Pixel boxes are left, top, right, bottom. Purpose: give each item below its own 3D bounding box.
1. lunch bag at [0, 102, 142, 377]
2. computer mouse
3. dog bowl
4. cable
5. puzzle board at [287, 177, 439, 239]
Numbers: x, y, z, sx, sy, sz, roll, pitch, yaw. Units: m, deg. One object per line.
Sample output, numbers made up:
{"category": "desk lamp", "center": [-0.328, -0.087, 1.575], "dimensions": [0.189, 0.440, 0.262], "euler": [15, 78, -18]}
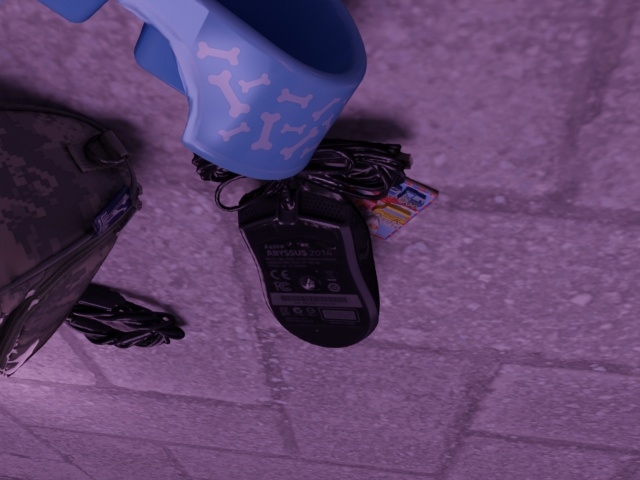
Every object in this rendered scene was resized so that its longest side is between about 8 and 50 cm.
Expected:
{"category": "lunch bag", "center": [-0.328, 0.012, 0.601], "dimensions": [0.212, 0.256, 0.305], "euler": [59, 140, 7]}
{"category": "computer mouse", "center": [0.000, 0.000, 0.628], "dimensions": [0.189, 0.072, 0.272], "euler": [3, 135, 14]}
{"category": "dog bowl", "center": [-0.094, -0.155, 0.355], "dimensions": [0.297, 0.165, 0.074], "euler": [30, 130, -28]}
{"category": "cable", "center": [-0.285, 0.122, 0.907], "dimensions": [0.185, 0.047, 0.150], "euler": [15, 146, -9]}
{"category": "puzzle board", "center": [0.034, -0.042, 0.618], "dimensions": [0.128, 0.011, 0.096], "euler": [22, 144, -18]}
